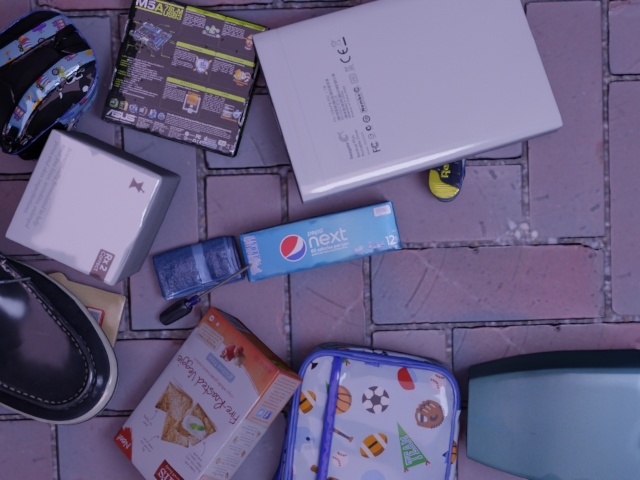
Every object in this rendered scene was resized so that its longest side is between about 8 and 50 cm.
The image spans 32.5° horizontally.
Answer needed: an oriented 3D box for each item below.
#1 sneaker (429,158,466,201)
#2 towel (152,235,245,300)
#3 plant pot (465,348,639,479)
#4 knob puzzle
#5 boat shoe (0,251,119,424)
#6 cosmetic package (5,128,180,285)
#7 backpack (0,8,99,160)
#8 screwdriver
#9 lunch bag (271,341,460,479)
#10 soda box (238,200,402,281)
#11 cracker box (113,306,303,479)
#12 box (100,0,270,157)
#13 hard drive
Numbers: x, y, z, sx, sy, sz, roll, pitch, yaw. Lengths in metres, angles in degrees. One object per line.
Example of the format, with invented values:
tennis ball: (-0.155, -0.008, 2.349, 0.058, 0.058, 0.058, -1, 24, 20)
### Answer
sneaker: (0.174, -0.118, 1.487, 0.053, 0.059, 0.144, 9, 74, 14)
towel: (-0.168, 0.037, 1.508, 0.119, 0.029, 0.067, -15, 92, 2)
plant pot: (0.311, 0.231, 1.455, 0.234, 0.166, 0.165, 2, 93, 9)
knob puzzle: (-0.378, 0.138, 1.515, 0.213, 0.030, 0.213, 0, 88, 4)
boat shoe: (-0.480, 0.066, 1.434, 0.500, 0.156, 0.187, 40, 90, 3)
cosmetic package: (-0.289, -0.046, 1.427, 0.151, 0.183, 0.151, 24, 93, -1)
backpack: (-0.370, -0.209, 1.445, 0.173, 0.117, 0.158, -39, 82, 2)
screwdriver: (-0.152, 0.072, 1.484, 0.170, 0.025, 0.024, -29, 56, 24)
lunch bag: (0.058, 0.295, 1.481, 0.243, 0.115, 0.303, 8, 92, 2)
soda box: (0.000, 0.000, 1.482, 0.210, 0.071, 0.067, -12, 93, 1)
cracker box: (-0.152, 0.227, 1.462, 0.156, 0.067, 0.232, 38, 94, 36)
box: (-0.182, -0.224, 1.486, 0.191, 0.045, 0.184, 15, 91, 0)
hard drive: (0.112, -0.206, 1.442, 0.353, 0.047, 0.233, -17, 81, -5)
